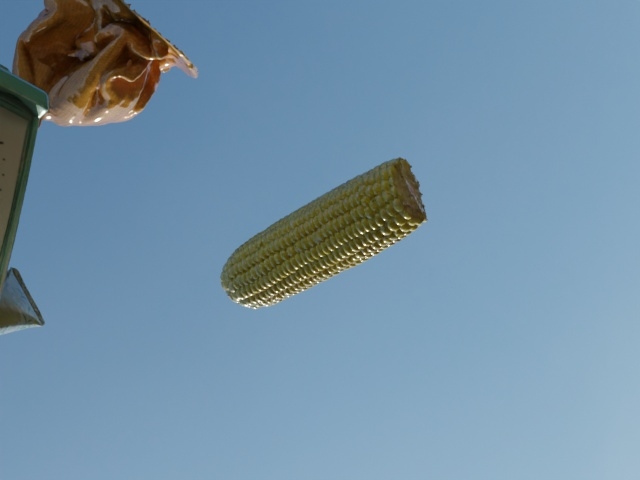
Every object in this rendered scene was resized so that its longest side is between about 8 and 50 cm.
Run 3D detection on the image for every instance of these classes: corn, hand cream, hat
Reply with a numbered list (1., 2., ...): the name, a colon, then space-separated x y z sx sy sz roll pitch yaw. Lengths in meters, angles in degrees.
1. corn: 0.000 0.000 0.888 0.081 0.248 0.081 33 -137 -36
2. hand cream: -0.314 0.067 0.789 0.067 0.042 0.194 57 -162 1
3. hat: -0.310 -0.201 1.150 0.233 0.244 0.233 -48 -32 -1

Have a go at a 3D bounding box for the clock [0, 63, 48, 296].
1. clock: -0.335 -0.050 0.579 0.262 0.116 0.231 27 -125 -40
